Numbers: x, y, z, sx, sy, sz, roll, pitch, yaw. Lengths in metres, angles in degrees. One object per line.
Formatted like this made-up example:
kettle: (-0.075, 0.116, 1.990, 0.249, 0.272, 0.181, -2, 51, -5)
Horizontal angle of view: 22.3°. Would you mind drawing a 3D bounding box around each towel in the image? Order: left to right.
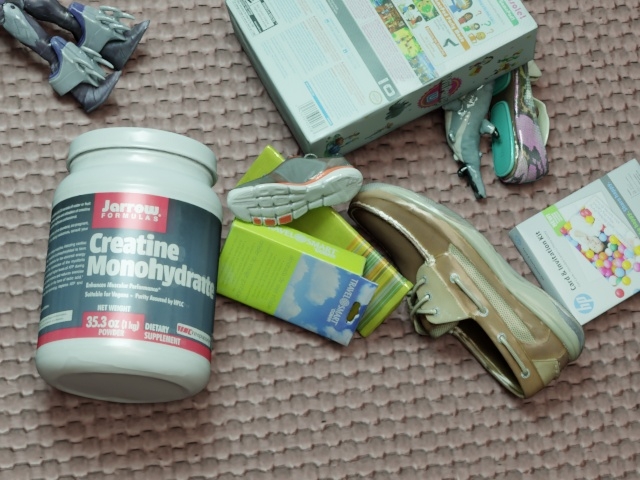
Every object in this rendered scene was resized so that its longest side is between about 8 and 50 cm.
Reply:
towel: (0.000, 0.000, 1.894, 0.237, 0.102, 0.021, 46, 39, 5)

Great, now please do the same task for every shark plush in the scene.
shark plush: (0.185, -0.134, 1.973, 0.067, 0.073, 0.161, -5, 78, 17)

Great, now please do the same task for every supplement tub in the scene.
supplement tub: (-0.207, 0.031, 1.793, 0.191, 0.191, 0.272, 6, 72, -9)

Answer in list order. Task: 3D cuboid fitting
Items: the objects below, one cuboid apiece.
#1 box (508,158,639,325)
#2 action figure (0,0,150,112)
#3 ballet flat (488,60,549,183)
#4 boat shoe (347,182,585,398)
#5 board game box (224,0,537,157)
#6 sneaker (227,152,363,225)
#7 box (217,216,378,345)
box: (0.345, 0.004, 1.984, 0.186, 0.038, 0.145, -28, 80, -16)
action figure: (-0.351, -0.275, 1.891, 0.285, 0.099, 0.185, 31, 52, -14)
ballet flat: (0.241, -0.177, 2.009, 0.079, 0.077, 0.221, -2, 78, -30)
boat shoe: (0.155, 0.058, 1.891, 0.324, 0.123, 0.116, 38, 73, 4)
board game box: (0.072, -0.252, 1.936, 0.303, 0.097, 0.224, -27, 70, -5)
sneaker: (-0.035, -0.063, 1.837, 0.158, 0.061, 0.065, -10, 45, -18)
box: (-0.031, 0.042, 1.864, 0.178, 0.109, 0.042, 22, 38, -4)
